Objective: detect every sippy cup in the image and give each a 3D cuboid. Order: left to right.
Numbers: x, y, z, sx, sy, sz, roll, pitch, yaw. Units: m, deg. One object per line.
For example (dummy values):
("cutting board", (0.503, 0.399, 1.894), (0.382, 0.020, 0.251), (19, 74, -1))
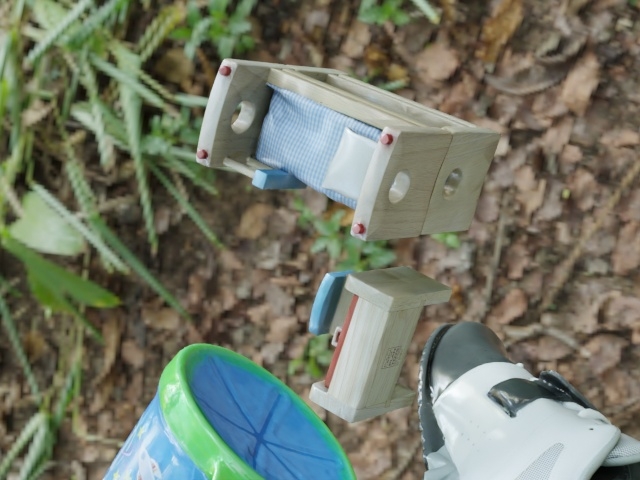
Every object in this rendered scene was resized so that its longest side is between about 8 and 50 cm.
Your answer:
("sippy cup", (-0.118, 0.261, 1.315), (0.224, 0.305, 0.240), (-48, 60, 16))

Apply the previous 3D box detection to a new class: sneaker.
("sneaker", (0.139, 0.147, 0.822), (0.146, 0.122, 0.330), (-16, 24, 11))

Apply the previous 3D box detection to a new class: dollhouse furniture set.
("dollhouse furniture set", (0.000, 0.000, 0.798), (0.129, 0.129, 0.184), (25, 106, 30))
